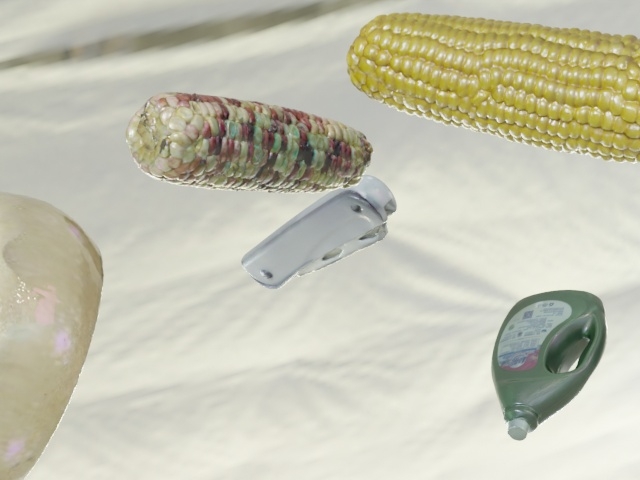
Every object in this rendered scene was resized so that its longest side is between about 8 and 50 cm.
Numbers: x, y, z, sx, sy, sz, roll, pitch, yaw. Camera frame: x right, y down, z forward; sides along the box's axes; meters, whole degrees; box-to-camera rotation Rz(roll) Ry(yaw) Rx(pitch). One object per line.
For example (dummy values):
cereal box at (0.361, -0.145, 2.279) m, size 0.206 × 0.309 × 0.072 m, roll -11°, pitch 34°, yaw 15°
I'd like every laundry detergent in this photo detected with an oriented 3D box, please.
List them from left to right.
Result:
laundry detergent at (0.258, 0.146, 2.216) m, size 0.137 × 0.211 × 0.063 m, roll -9°, pitch -54°, yaw 27°

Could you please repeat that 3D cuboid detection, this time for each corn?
corn at (-0.060, -0.085, 1.741) m, size 0.253 × 0.086 × 0.086 m, roll 3°, pitch -33°, yaw -42°
corn at (0.170, -0.131, 1.610) m, size 0.305 × 0.106 × 0.106 m, roll 10°, pitch -18°, yaw 18°

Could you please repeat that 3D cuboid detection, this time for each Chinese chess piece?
Chinese chess piece at (-0.260, 0.085, 1.497) m, size 0.097 × 0.251 × 0.251 m, roll 23°, pitch -42°, yaw -22°

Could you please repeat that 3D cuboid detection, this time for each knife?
knife at (-0.003, -0.002, 2.108) m, size 0.265 × 0.073 × 0.040 m, roll -30°, pitch 18°, yaw 53°
